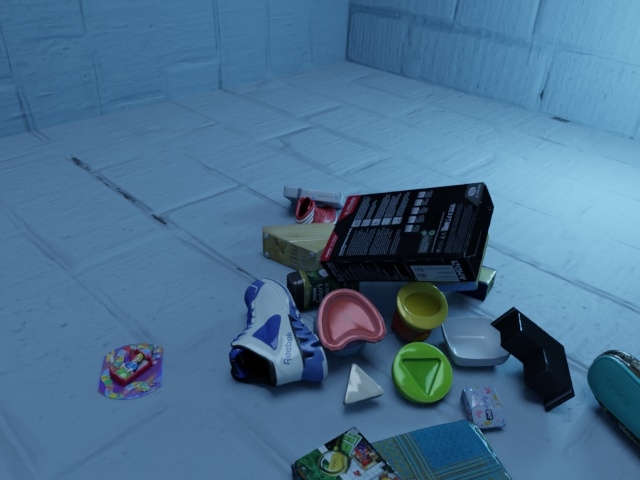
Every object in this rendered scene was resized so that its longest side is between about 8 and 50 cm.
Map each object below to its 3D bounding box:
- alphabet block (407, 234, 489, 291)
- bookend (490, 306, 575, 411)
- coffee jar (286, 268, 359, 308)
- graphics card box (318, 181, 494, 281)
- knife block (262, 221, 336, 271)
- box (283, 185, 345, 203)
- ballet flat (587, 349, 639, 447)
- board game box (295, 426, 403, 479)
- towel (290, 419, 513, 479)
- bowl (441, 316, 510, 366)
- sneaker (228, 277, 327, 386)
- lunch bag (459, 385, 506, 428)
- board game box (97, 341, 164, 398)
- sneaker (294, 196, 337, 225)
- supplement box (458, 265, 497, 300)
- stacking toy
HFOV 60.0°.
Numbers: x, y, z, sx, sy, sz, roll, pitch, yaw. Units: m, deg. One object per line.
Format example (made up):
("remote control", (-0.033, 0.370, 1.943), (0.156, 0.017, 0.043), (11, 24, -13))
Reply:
("alphabet block", (0.316, 0.001, 1.458), (0.192, 0.193, 0.197), (-5, 41, 31))
("bookend", (0.451, 0.252, 1.189), (0.156, 0.072, 0.157), (37, 32, -10))
("coffee jar", (0.004, 0.119, 1.418), (0.184, 0.096, 0.079), (-7, 30, -15))
("graphics card box", (0.202, -0.016, 1.311), (0.371, 0.094, 0.233), (-5, 45, 35))
("knife block", (0.000, 0.000, 1.619), (0.276, 0.088, 0.242), (21, 35, 28))
("box", (-0.017, -0.142, 1.827), (0.186, 0.038, 0.145), (7, -2, 7))
("ballet flat", (0.681, 0.386, 1.001), (0.182, 0.164, 0.483), (16, 27, -17))
("board game box", (0.083, 0.432, 0.917), (0.136, 0.030, 0.260), (-22, 38, -28))
("towel", (0.160, 0.451, 0.949), (0.370, 0.040, 0.271), (-9, 32, -15))
("bowl", (0.355, 0.241, 1.286), (0.142, 0.053, 0.142), (0, 31, -5))
("sneaker", (-0.132, 0.209, 1.232), (0.182, 0.127, 0.315), (-12, 36, -26))
("lunch bag", (0.331, 0.341, 1.124), (0.071, 0.053, 0.083), (-2, 41, -5))
("board game box", (-0.411, 0.269, 1.203), (0.133, 0.033, 0.168), (-4, 32, -10))
("sneaker", (-0.008, -0.088, 1.721), (0.087, 0.128, 0.221), (15, 34, 19))
("supplement box", (0.421, 0.109, 1.502), (0.083, 0.056, 0.083), (19, 36, 26))
("stacking toy", (0.139, 0.246, 1.247), (0.309, 0.130, 0.279), (-1, 59, -12))
